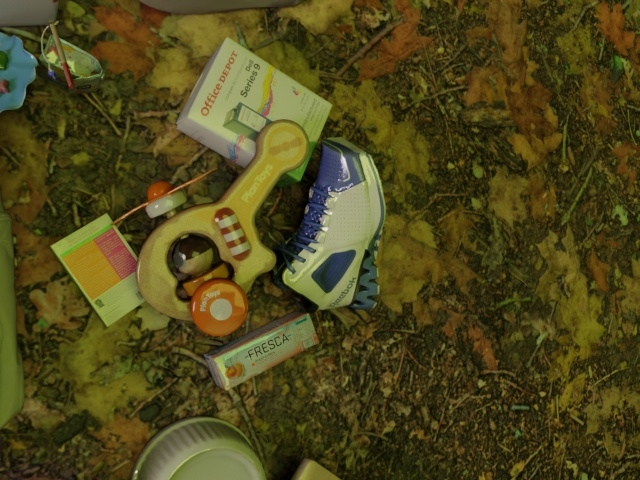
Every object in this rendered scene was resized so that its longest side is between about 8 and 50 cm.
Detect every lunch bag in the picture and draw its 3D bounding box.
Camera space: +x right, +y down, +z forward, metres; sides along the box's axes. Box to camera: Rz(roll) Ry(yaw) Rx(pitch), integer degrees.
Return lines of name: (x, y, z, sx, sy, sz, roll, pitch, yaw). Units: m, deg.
lunch bag: (-0.364, -0.249, 0.826, 0.083, 0.071, 0.053, 23, 75, -26)

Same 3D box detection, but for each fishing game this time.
fishing game: (-0.464, -0.216, 0.731, 0.264, 0.041, 0.189, -21, 63, -10)

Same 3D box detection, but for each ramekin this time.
ramekin: (-0.179, 0.385, 0.867, 0.207, 0.109, 0.207, 2, 87, -28)

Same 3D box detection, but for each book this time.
book: (-0.324, 0.044, 0.854, 0.096, 0.035, 0.144, -37, 104, -27)

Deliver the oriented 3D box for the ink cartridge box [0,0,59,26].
ink cartridge box: (-0.428, -0.448, 0.733, 0.114, 0.197, 0.273, -15, 94, -29)

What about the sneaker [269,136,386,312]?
sneaker: (0.000, 0.001, 0.939, 0.182, 0.127, 0.315, -14, 118, -21)

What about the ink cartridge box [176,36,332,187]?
ink cartridge box: (-0.109, -0.207, 0.944, 0.212, 0.093, 0.154, 28, 76, -22)

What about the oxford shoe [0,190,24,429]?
oxford shoe: (-0.466, 0.047, 0.736, 0.169, 0.130, 0.449, -9, 81, 16)

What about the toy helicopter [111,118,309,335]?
toy helicopter: (-0.151, -0.047, 0.862, 0.235, 0.140, 0.355, 37, 84, -14)

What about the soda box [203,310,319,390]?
soda box: (-0.097, 0.180, 0.946, 0.183, 0.063, 0.058, -22, 97, -27)

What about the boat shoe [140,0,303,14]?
boat shoe: (-0.160, -0.476, 0.927, 0.340, 0.127, 0.158, -16, 88, -35)

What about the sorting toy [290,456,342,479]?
sorting toy: (-0.013, 0.536, 0.955, 0.255, 0.089, 0.257, 41, 71, -19)

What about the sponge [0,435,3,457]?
sponge: (-0.452, 0.287, 0.674, 0.117, 0.210, 0.031, -11, 95, -26)
